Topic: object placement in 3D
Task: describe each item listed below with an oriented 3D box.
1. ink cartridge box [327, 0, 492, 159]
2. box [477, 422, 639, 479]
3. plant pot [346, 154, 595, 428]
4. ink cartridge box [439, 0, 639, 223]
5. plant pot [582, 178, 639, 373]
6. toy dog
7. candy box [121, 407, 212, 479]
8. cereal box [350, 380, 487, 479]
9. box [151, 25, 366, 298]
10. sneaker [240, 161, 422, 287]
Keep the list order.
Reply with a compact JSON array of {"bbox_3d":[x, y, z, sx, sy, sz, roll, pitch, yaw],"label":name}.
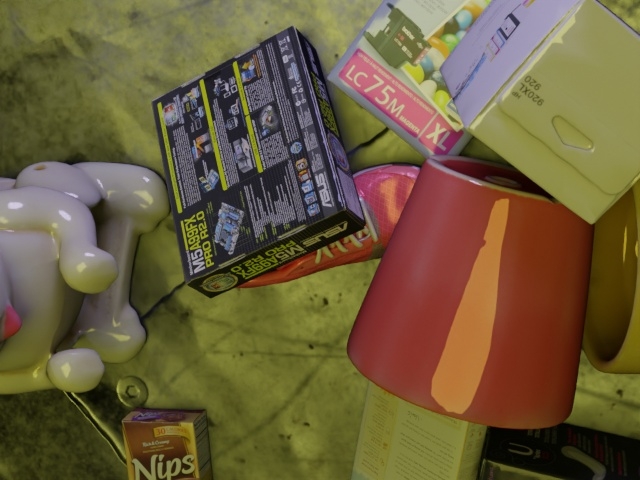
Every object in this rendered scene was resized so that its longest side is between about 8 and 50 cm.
[{"bbox_3d":[0.172,-0.257,1.218,0.186,0.065,0.311,39,107,2],"label":"ink cartridge box"},{"bbox_3d":[0.323,0.323,1.258,0.270,0.165,0.143,12,105,12],"label":"box"},{"bbox_3d":[0.182,0.044,1.177,0.275,0.275,0.243,15,104,10],"label":"plant pot"},{"bbox_3d":[0.250,-0.163,1.075,0.171,0.233,0.168,34,110,-15],"label":"ink cartridge box"},{"bbox_3d":[0.421,0.020,1.137,0.239,0.254,0.254,2,104,-3],"label":"plant pot"},{"bbox_3d":[-0.409,0.034,1.248,0.395,0.408,0.285,24,107,7],"label":"toy dog"},{"bbox_3d":[-0.210,0.330,1.455,0.109,0.053,0.187,-2,101,15],"label":"candy box"},{"bbox_3d":[0.123,0.253,1.312,0.173,0.047,0.240,26,113,44],"label":"cereal box"},{"bbox_3d":[-0.081,-0.096,1.245,0.216,0.060,0.270,-26,60,18],"label":"box"},{"bbox_3d":[0.000,0.001,1.280,0.314,0.136,0.116,-21,98,17],"label":"sneaker"}]
